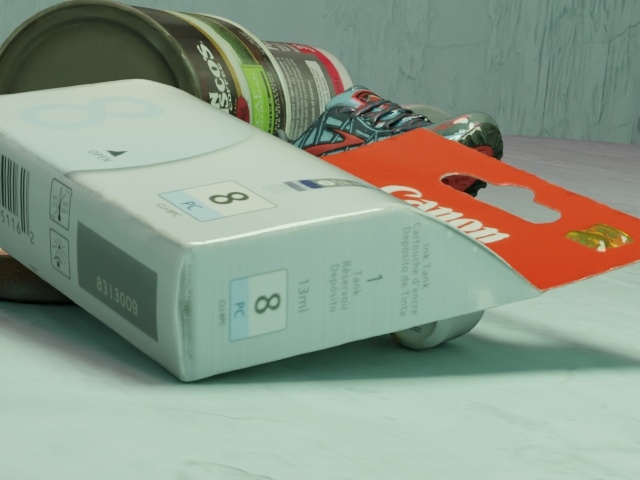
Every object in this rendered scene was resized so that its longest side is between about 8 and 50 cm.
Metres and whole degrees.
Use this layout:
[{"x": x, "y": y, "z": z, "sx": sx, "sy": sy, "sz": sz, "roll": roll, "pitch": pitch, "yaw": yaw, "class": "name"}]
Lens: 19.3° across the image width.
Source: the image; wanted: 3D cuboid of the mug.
[{"x": 0.062, "y": 0.044, "z": 1.204, "sx": 0.078, "sy": 0.062, "sz": 0.064, "roll": -29, "pitch": 2, "yaw": 24, "class": "mug"}]

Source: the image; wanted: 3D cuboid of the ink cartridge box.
[{"x": 0.001, "y": -0.039, "z": 1.203, "sx": 0.385, "sy": 0.091, "sz": 0.308, "roll": -13, "pitch": 24, "yaw": -31, "class": "ink cartridge box"}]

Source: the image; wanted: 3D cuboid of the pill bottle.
[{"x": -0.123, "y": -0.148, "z": 2.170, "sx": 0.176, "sy": 0.176, "sz": 0.319, "roll": 12, "pitch": 9, "yaw": 43, "class": "pill bottle"}]

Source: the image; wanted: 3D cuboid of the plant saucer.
[{"x": -0.203, "y": 0.014, "z": 1.284, "sx": 0.199, "sy": 0.036, "sz": 0.198, "roll": 6, "pitch": 7, "yaw": -1, "class": "plant saucer"}]

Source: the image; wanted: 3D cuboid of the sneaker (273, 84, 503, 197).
[{"x": 0.041, "y": -0.082, "z": 1.598, "sx": 0.262, "sy": 0.125, "sz": 0.104, "roll": -17, "pitch": -24, "yaw": 41, "class": "sneaker"}]

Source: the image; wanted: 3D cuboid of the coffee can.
[{"x": -0.160, "y": -0.113, "z": 1.707, "sx": 0.202, "sy": 0.201, "sz": 0.275, "roll": 7, "pitch": 7, "yaw": 14, "class": "coffee can"}]

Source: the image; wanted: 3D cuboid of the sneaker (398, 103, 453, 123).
[{"x": 0.052, "y": -0.153, "z": 2.688, "sx": 0.293, "sy": 0.108, "sz": 0.169, "roll": -2, "pitch": 13, "yaw": -42, "class": "sneaker"}]
